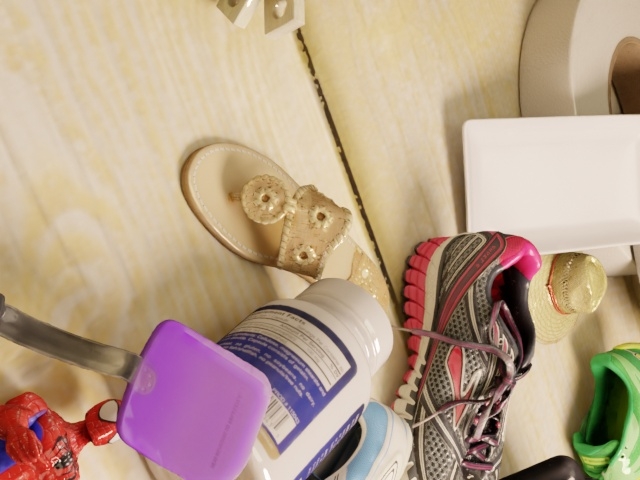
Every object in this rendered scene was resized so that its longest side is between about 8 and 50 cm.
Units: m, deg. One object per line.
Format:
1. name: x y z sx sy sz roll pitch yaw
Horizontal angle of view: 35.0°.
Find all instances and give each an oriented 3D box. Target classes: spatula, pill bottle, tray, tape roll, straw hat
1. spatula: -0.159 0.052 0.570 0.296 0.030 0.084 28 60 -16
2. pill bottle: -0.029 0.107 0.723 0.186 0.112 0.112 -39 114 -46
3. tray: 0.260 -0.060 1.088 0.270 0.030 0.145 -5 94 -27
4. tape roll: 0.376 -0.149 1.283 0.392 0.072 0.392 10 77 -49
5. straw hat: 0.282 0.047 1.125 0.144 0.061 0.144 -2 94 -44

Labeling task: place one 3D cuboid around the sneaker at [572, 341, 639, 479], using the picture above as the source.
1. sneaker: 0.341 0.264 1.167 0.123 0.109 0.295 6 80 -26

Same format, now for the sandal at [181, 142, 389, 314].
1. sandal: 0.002 -0.006 0.804 0.240 0.079 0.088 42 54 -38

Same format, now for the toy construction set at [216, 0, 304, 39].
1. toy construction set: -0.094 -0.285 0.681 0.327 0.151 0.215 30 37 -52

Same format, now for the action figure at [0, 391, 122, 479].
1. action figure: -0.179 0.152 0.525 0.280 0.139 0.091 -32 109 -50

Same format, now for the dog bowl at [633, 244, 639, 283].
1. dog bowl: 0.509 -0.017 1.288 0.349 0.102 0.349 8 79 -50

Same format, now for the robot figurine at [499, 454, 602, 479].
1. robot figurine: 0.248 0.344 0.972 0.209 0.173 0.278 -47 119 -40

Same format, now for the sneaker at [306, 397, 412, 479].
1. sneaker: -0.001 0.229 0.774 0.086 0.085 0.237 28 64 -15

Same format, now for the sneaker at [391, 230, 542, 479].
1. sneaker: 0.134 0.133 0.908 0.121 0.112 0.299 19 68 -46
